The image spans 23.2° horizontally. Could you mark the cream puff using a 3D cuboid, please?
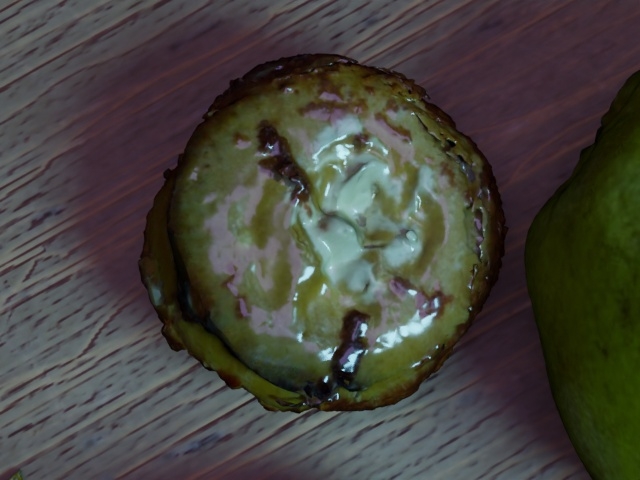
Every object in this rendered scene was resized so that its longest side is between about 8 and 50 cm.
[{"bbox_3d":[0.000,0.001,1.037,0.240,0.164,0.240,2,82,-11],"label":"cream puff"}]

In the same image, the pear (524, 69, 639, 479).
[{"bbox_3d":[0.323,0.063,0.927,0.413,0.352,0.352,37,85,1],"label":"pear"}]

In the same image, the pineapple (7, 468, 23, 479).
[{"bbox_3d":[-0.228,0.204,1.091,0.083,0.019,0.045,-42,78,-6],"label":"pineapple"}]
